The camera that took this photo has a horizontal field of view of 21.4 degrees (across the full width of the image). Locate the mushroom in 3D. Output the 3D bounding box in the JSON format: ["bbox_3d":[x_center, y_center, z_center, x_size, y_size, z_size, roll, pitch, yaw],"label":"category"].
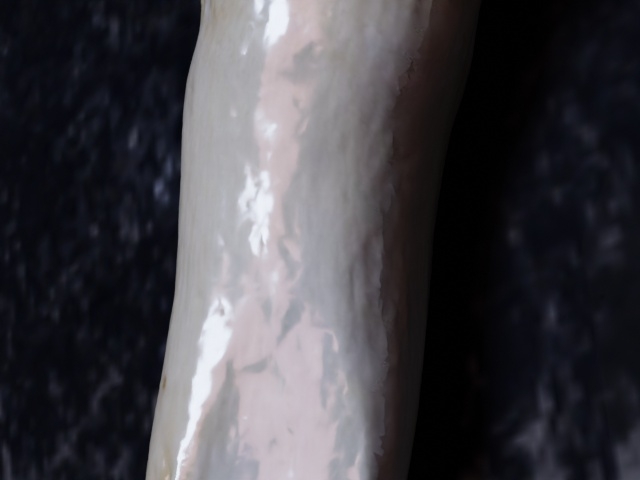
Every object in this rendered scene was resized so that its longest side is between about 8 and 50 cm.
[{"bbox_3d":[0.000,0.000,0.385,0.084,0.071,0.209,5,85,16],"label":"mushroom"}]
